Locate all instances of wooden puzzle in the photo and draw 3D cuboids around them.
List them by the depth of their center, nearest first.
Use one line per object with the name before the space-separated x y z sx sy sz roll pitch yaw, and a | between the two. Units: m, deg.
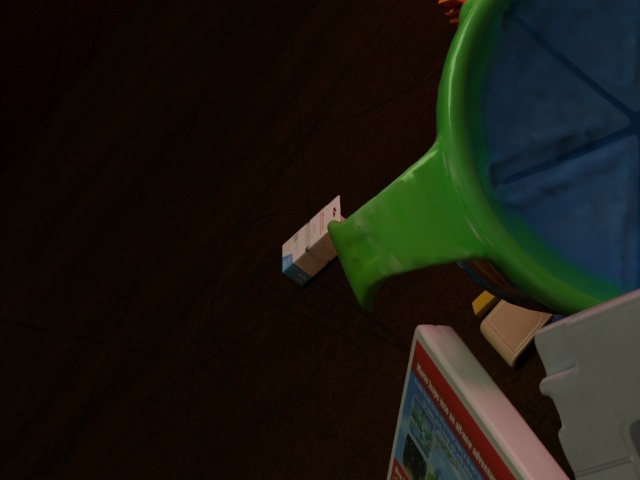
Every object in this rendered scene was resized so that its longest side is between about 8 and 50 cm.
wooden puzzle | 0.152 0.053 0.997 0.078 0.014 0.116 -51 23 15

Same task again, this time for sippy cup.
sippy cup | 0.168 -0.049 0.832 0.224 0.305 0.240 125 157 -79

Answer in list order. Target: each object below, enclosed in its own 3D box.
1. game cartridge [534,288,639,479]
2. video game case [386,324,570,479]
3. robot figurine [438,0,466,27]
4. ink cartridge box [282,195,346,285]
game cartridge | 0.211 0.140 0.500 0.060 0.294 0.196 -15 -9 -42
video game case | 0.067 0.216 0.729 0.204 0.025 0.285 -123 38 -65
robot figurine | 0.240 -0.313 1.249 0.291 0.085 0.211 -57 25 -9
ink cartridge box | 0.000 0.000 1.327 0.083 0.028 0.048 -42 26 25
